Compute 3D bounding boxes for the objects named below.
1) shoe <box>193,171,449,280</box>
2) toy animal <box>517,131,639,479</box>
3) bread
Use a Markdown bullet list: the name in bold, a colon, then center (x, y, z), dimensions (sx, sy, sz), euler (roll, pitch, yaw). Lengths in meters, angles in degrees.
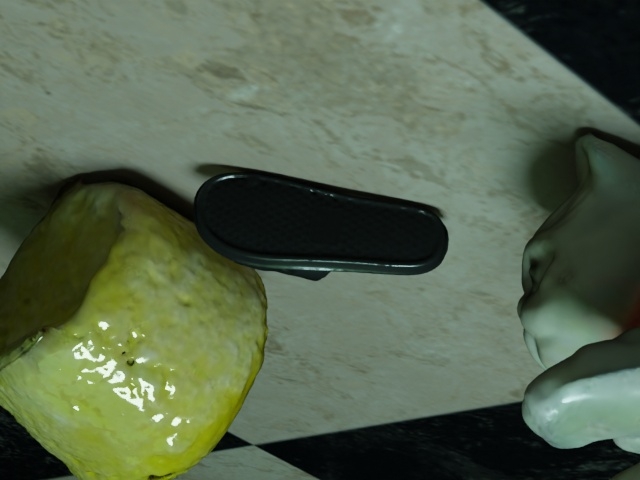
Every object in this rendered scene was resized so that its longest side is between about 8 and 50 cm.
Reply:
- **shoe**: center (0.000, 0.000, 0.931), dimensions (0.159, 0.062, 0.053), euler (7, 155, 10)
- **toy animal**: center (0.204, -0.013, 0.720), dimensions (0.266, 0.188, 0.308), euler (-14, 135, 11)
- **bread**: center (-0.132, 0.069, 1.003), dimensions (0.170, 0.197, 0.197), euler (40, 146, -28)
